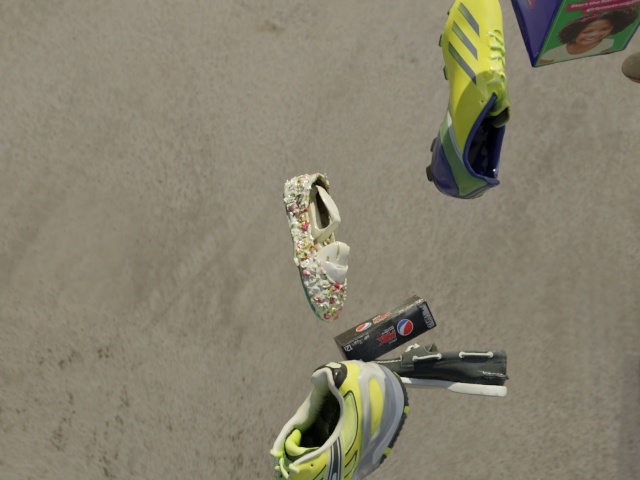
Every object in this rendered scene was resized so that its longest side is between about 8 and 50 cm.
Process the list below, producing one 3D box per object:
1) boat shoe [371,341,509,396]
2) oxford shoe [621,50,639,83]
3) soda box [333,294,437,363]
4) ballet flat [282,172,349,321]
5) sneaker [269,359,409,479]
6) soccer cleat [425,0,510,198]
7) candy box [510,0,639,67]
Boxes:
[{"bbox_3d":[0.215,0.241,1.586,0.302,0.114,0.091,2,78,29],"label":"boat shoe"},{"bbox_3d":[0.571,-0.250,1.266,0.212,0.076,0.076,9,65,26],"label":"oxford shoe"},{"bbox_3d":[0.112,0.158,1.437,0.169,0.060,0.053,-26,101,-8],"label":"soda box"},{"bbox_3d":[0.000,0.000,1.235,0.077,0.091,0.241,-30,63,29],"label":"ballet flat"},{"bbox_3d":[-0.024,0.336,1.142,0.147,0.145,0.385,27,83,-40],"label":"sneaker"},{"bbox_3d":[0.210,-0.195,1.069,0.093,0.121,0.289,12,83,-31],"label":"soccer cleat"},{"bbox_3d":[0.254,-0.367,0.818,0.122,0.317,0.268,-13,74,1],"label":"candy box"}]
